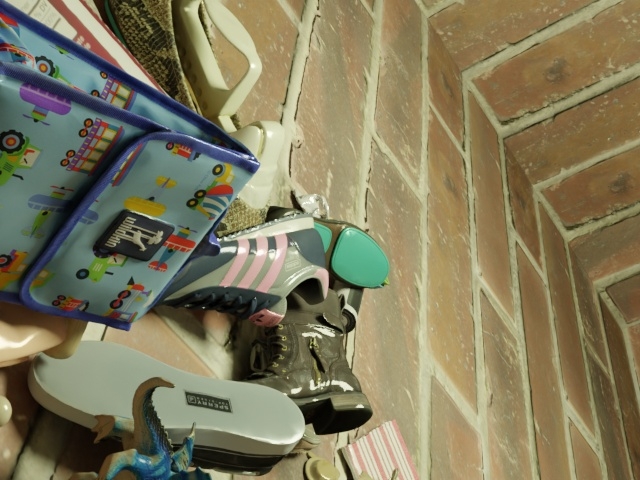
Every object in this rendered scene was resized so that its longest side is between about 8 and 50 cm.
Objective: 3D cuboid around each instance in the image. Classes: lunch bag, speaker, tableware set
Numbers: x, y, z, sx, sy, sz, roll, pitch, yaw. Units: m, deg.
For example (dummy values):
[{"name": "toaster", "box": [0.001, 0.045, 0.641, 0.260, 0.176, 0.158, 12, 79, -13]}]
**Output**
[{"name": "lunch bag", "box": [-0.215, -0.043, 0.926, 0.293, 0.221, 0.138, 24, 24, -35]}, {"name": "speaker", "box": [0.043, 0.098, 1.747, 0.055, 0.055, 0.136, 56, 24, -20]}, {"name": "tableware set", "box": [0.030, 0.370, 1.435, 0.141, 0.020, 0.168, 35, 35, -10]}]

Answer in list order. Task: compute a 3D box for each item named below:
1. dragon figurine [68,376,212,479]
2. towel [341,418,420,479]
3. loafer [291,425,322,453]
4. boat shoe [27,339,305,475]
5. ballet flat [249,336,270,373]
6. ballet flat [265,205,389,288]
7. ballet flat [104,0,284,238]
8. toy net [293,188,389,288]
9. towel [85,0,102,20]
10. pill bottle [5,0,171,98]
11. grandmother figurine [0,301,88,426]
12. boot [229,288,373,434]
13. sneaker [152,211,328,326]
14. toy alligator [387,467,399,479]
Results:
[{"name": "dragon figurine", "box": [-0.155, 0.228, 1.009, 0.144, 0.289, 0.085, 13, 28, -28]}, {"name": "towel", "box": [0.099, 0.369, 1.636, 0.197, 0.029, 0.144, -8, 74, -63]}, {"name": "loafer", "box": [-0.043, 0.273, 1.422, 0.045, 0.039, 0.125, 39, 6, 29]}, {"name": "boat shoe", "box": [-0.172, 0.192, 1.115, 0.306, 0.105, 0.113, 14, 36, -31]}, {"name": "ballet flat", "box": [-0.077, 0.186, 1.435, 0.041, 0.041, 0.114, 31, 40, -53]}, {"name": "ballet flat", "box": [0.000, 0.000, 1.685, 0.280, 0.096, 0.095, 27, 88, -45]}, {"name": "ballet flat", "box": [-0.152, -0.186, 1.449, 0.164, 0.182, 0.482, 1, 66, -66]}, {"name": "toy net", "box": [0.037, -0.012, 1.834, 0.232, 0.045, 0.122, 52, 12, -15]}, {"name": "towel", "box": [-0.313, -0.292, 1.263, 0.187, 0.049, 0.282, 61, -1, 1]}, {"name": "pill bottle", "box": [-0.319, -0.167, 1.020, 0.392, 0.224, 0.224, 50, 27, -32]}, {"name": "grandmother figurine", "box": [-0.343, 0.087, 0.884, 0.208, 0.104, 0.342, 36, 19, 19]}, {"name": "boot", "box": [-0.057, 0.146, 1.400, 0.263, 0.091, 0.229, 9, 46, -34]}, {"name": "sneaker", "box": [-0.103, 0.057, 1.319, 0.319, 0.112, 0.131, -19, 88, -43]}, {"name": "toy alligator", "box": [0.072, 0.397, 1.509, 0.051, 0.056, 0.189, 20, 39, 2]}]
